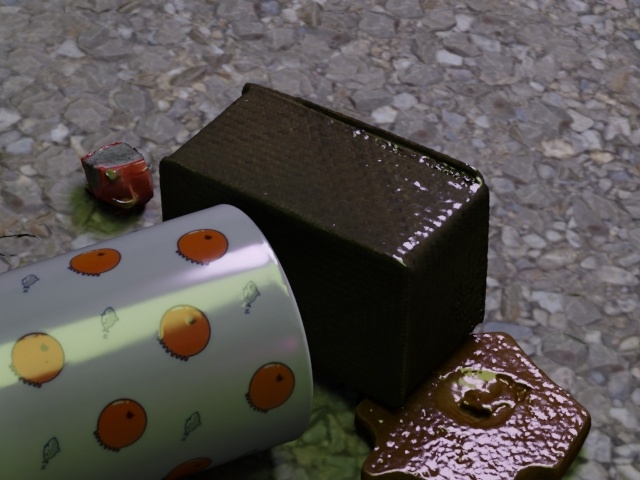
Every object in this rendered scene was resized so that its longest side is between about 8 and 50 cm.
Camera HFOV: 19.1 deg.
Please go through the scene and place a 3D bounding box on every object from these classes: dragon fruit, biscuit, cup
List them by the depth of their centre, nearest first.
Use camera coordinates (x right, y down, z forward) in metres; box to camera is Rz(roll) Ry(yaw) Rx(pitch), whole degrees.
[{"bbox_3d":[-0.192,0.113,1.559,0.317,0.212,0.212,-17,51,-23],"label":"cup"},{"bbox_3d":[0.121,0.168,1.678,0.215,0.034,0.182,-25,51,-27],"label":"biscuit"},{"bbox_3d":[-0.196,-0.056,1.837,0.056,0.060,0.083,-24,27,-20],"label":"dragon fruit"}]

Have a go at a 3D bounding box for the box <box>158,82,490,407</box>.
[{"bbox_3d":[0.002,-0.001,1.699,0.273,0.184,0.143,24,46,27],"label":"box"}]
